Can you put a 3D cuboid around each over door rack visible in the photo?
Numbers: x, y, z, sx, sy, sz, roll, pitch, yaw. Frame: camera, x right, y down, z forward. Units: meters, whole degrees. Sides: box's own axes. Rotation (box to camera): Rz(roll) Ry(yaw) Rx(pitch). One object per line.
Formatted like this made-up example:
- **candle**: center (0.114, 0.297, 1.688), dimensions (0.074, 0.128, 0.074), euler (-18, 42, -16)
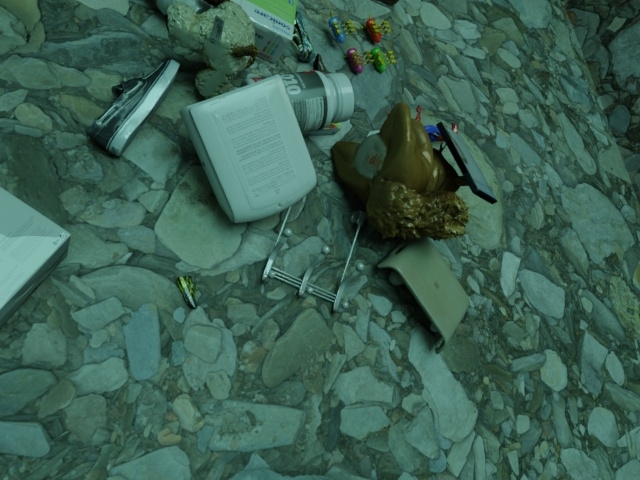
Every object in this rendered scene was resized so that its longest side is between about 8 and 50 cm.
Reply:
- **over door rack**: center (0.000, 0.000, 1.264), dimensions (0.240, 0.108, 0.323), euler (26, 59, -21)

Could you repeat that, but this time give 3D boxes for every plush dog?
- **plush dog**: center (-0.239, -0.524, 1.228), dimensions (0.262, 0.211, 0.225), euler (64, 27, -44)

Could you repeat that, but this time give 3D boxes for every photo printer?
- **photo printer**: center (-0.157, -0.208, 1.147), dimensions (0.256, 0.107, 0.307), euler (-28, 110, -20)

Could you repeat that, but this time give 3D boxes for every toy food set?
- **toy food set**: center (0.311, 0.147, 1.420), dimensions (0.306, 0.092, 0.220), euler (56, 42, -3)

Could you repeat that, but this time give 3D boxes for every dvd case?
- **dvd case**: center (0.445, -0.233, 1.450), dimensions (0.180, 0.022, 0.252), euler (11, 52, -53)

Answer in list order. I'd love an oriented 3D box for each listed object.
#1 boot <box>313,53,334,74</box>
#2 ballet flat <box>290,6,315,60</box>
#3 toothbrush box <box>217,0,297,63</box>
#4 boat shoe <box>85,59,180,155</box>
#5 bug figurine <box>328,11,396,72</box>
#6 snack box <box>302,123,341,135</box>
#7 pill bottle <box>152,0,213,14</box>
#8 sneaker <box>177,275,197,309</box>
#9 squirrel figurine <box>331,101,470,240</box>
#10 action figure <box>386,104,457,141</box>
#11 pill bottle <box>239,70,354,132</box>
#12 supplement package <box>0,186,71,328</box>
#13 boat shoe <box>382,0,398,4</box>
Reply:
- **boot**: center (0.036, -0.543, 1.545), dimensions (0.114, 0.037, 0.106), euler (2, 83, -28)
- **ballet flat**: center (-0.076, -0.653, 1.500), dimensions (0.070, 0.070, 0.188), euler (-21, 87, -36)
- **toothbrush box**: center (-0.187, -0.708, 1.423), dimensions (0.207, 0.122, 0.282), euler (16, 63, -27)
- **boat shoe**: center (-0.442, -0.339, 1.137), dimensions (0.102, 0.108, 0.301), euler (34, 64, -18)
- **bug figurine**: center (0.142, -0.680, 1.644), dimensions (0.279, 0.072, 0.216), euler (-20, 89, -40)
- **snack box**: center (-0.016, -0.370, 1.444), dimensions (0.141, 0.037, 0.100), euler (-13, 77, -33)
- **pill bottle**: center (-0.399, -0.680, 1.276), dimensions (0.229, 0.131, 0.131), euler (50, 54, -5)
- **sneaker**: center (-0.294, 0.115, 1.084), dimensions (0.035, 0.031, 0.083), euler (-21, 83, -36)
- **squirrel figurine**: center (0.282, -0.155, 1.418), dimensions (0.371, 0.281, 0.396), euler (14, 55, -42)
- **action figure**: center (0.339, -0.409, 1.647), dimensions (0.281, 0.092, 0.138), euler (-12, 84, -35)
- **pill bottle**: center (-0.064, -0.376, 1.308), dimensions (0.284, 0.161, 0.161), euler (-15, 79, -22)
- **supplement package**: center (-0.606, 0.021, 0.858), dimensions (0.203, 0.149, 0.194), euler (38, 56, -13)
- **boat shoe**: center (0.223, -0.955, 1.812), dimensions (0.178, 0.064, 0.060), euler (5, 63, -37)
